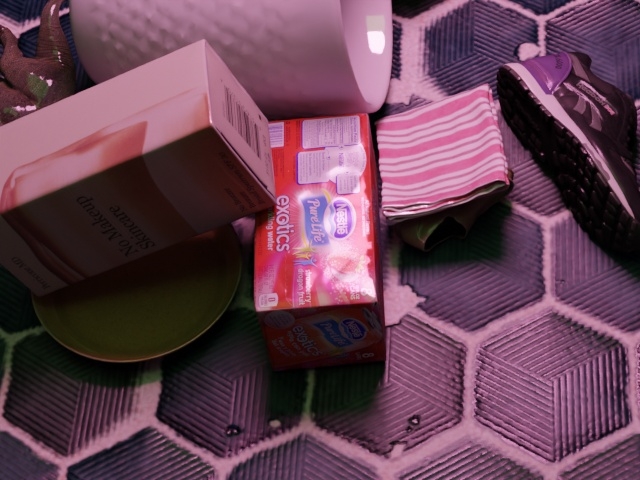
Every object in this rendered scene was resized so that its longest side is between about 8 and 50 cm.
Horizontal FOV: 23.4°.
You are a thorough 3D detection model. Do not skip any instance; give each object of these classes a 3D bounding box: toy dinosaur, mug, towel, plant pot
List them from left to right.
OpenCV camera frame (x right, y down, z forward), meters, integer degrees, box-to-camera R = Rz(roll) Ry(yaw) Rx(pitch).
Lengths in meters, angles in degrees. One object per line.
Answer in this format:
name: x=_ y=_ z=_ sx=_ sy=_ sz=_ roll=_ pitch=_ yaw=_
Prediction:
toy dinosaur: x=-0.368 y=-0.163 z=1.849 sx=0.160 sy=0.121 sz=0.313 roll=32 pitch=59 yaw=13
plant pot: x=-0.201 y=0.041 z=1.710 sx=0.236 sy=0.032 sz=0.236 roll=-4 pitch=55 yaw=5
mug: x=-0.096 y=-0.290 z=1.818 sx=0.328 sy=0.276 sz=0.374 roll=-4 pitch=23 yaw=15
towel: x=0.131 y=-0.101 z=1.723 sx=0.144 sy=0.029 sz=0.197 roll=-17 pitch=38 yaw=12

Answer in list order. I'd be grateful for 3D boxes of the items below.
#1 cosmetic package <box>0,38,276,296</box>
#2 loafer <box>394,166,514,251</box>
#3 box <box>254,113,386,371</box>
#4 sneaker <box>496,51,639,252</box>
cosmetic package: x=-0.211 y=-0.071 z=1.627 sx=0.296 sy=0.153 sz=0.129 roll=-21 pitch=50 yaw=18
loafer: x=0.155 y=-0.031 z=1.704 sx=0.148 sy=0.056 sz=0.050 roll=-30 pitch=58 yaw=-4
box: x=0.000 y=0.000 z=1.656 sx=0.128 sy=0.123 sz=0.257 roll=-6 pitch=53 yaw=5
sneaker: x=0.314 y=-0.115 z=1.714 sx=0.124 sy=0.107 sz=0.283 roll=-19 pitch=54 yaw=-14
